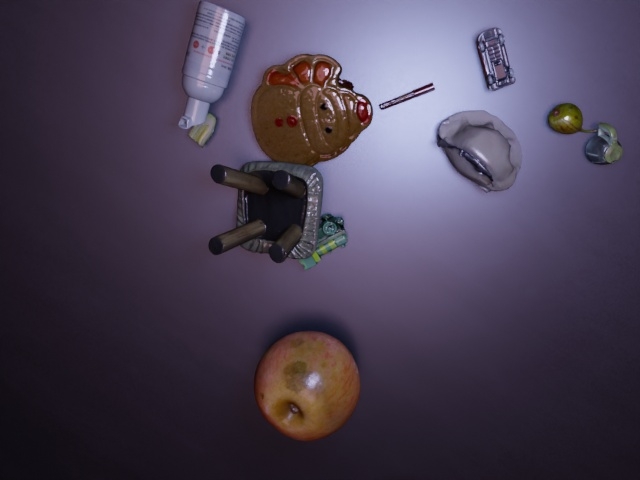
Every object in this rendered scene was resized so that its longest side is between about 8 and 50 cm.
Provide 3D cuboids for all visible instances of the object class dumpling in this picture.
[{"bbox_3d":[0.499,-0.284,1.532,0.204,0.163,0.293,-43,86,17],"label":"dumpling"}]

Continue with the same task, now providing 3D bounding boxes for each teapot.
[{"bbox_3d":[0.870,-0.285,1.531,0.092,0.090,0.124,-40,109,11],"label":"teapot"}]

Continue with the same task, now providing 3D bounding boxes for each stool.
[{"bbox_3d":[-0.176,-0.091,1.545,0.311,0.226,0.310,7,99,25],"label":"stool"}]

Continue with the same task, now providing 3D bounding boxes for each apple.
[{"bbox_3d":[-0.043,0.490,1.681,0.365,0.364,0.363,1,105,4],"label":"apple"}]

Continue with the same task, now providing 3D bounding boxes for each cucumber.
[{"bbox_3d":[-0.375,-0.363,1.632,0.067,0.035,0.107,40,98,5],"label":"cucumber"}]

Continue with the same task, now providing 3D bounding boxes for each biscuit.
[{"bbox_3d":[-0.030,-0.391,1.556,0.382,0.074,0.358,-3,115,15],"label":"biscuit"}]

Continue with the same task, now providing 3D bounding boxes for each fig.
[{"bbox_3d":[0.781,-0.353,1.527,0.166,0.093,0.093,29,105,-4],"label":"fig"}]

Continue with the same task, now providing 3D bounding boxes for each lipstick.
[{"bbox_3d":[0.271,-0.449,1.570,0.177,0.027,0.027,-20,102,10],"label":"lipstick"}]

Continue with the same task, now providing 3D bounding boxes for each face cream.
[{"bbox_3d":[-0.350,-0.520,1.535,0.146,0.145,0.369,21,106,-1],"label":"face cream"}]

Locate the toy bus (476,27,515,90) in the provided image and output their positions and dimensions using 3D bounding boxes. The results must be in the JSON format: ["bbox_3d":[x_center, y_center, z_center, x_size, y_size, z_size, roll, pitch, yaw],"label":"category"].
[{"bbox_3d":[0.519,-0.542,1.501,0.079,0.077,0.174,-19,102,9],"label":"toy bus"}]

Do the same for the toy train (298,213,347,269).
[{"bbox_3d":[0.000,0.000,1.682,0.200,0.083,0.132,-26,112,10],"label":"toy train"}]

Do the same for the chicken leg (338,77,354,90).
[{"bbox_3d":[0.009,-0.481,1.568,0.219,0.048,0.089,15,102,0],"label":"chicken leg"}]
